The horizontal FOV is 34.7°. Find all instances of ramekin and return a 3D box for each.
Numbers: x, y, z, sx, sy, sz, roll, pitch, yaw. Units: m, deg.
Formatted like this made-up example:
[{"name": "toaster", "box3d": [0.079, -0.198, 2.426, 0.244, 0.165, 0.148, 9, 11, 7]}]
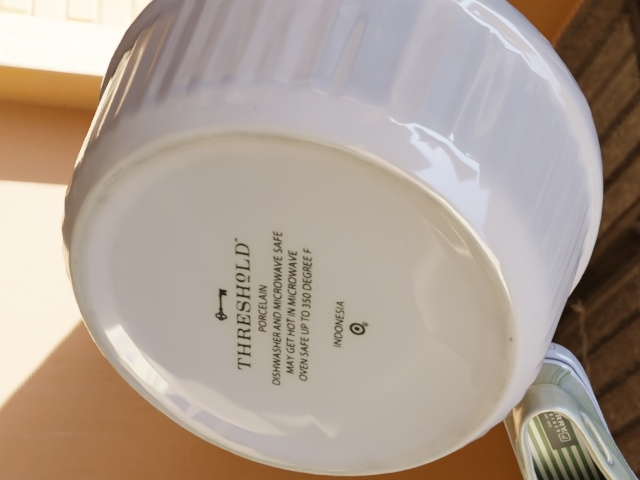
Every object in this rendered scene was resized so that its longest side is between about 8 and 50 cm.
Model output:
[{"name": "ramekin", "box3d": [0.000, 0.000, 0.510, 0.127, 0.272, 0.273, -70, 177, -49]}]

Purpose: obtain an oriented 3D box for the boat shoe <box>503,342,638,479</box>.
[{"name": "boat shoe", "box3d": [0.215, 0.225, 0.828, 0.302, 0.109, 0.094, 59, 21, -18]}]
